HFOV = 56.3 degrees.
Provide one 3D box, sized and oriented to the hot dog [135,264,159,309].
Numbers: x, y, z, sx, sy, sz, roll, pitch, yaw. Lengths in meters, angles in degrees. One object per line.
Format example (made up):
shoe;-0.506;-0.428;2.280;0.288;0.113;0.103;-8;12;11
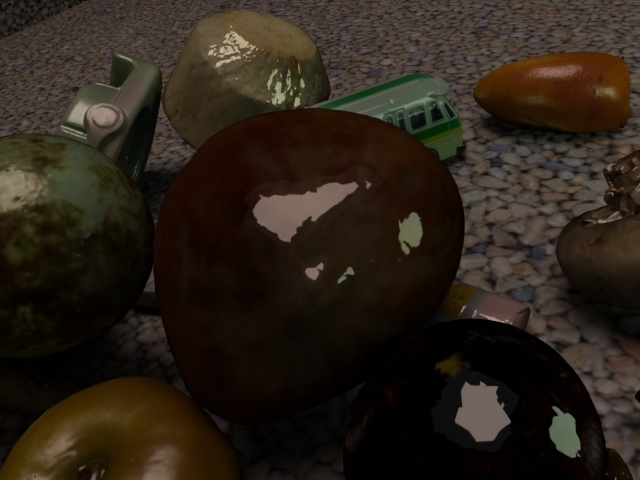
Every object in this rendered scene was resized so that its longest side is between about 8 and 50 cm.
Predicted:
hot dog;-0.206;0.061;0.891;0.192;0.053;0.099;-2;53;14

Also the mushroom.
mushroom;0.390;-0.016;0.702;0.226;0.178;0.226;-28;-5;-3

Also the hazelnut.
hazelnut;-0.021;0.018;0.655;0.366;0.366;0.366;-8;37;6

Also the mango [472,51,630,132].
mango;0.415;-0.274;1.094;0.257;0.138;0.187;0;26;6

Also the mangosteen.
mangosteen;0.150;0.193;0.512;0.265;0.228;0.228;32;47;2

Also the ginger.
ginger;-0.358;0.168;0.684;0.294;0.131;0.086;17;61;-19

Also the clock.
clock;-0.387;-0.163;1.069;0.109;0.265;0.324;20;39;-8

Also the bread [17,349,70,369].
bread;-0.443;0.084;0.853;0.305;0.159;0.305;-6;41;5

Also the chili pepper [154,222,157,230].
chili pepper;-0.332;0.014;0.993;0.359;0.076;0.085;-4;16;12

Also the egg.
egg;-0.325;0.011;0.648;0.289;0.238;0.238;-19;36;2

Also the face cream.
face cream;0.158;0.082;0.763;0.198;0.057;0.084;17;46;35

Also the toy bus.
toy bus;0.108;-0.190;1.049;0.276;0.164;0.133;-23;39;-13

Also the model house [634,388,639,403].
model house;0.399;0.156;0.506;0.291;0.184;0.253;-30;47;-10

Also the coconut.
coconut;-0.147;-0.263;1.139;0.329;0.329;0.329;-8;37;6

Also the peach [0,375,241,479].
peach;-0.201;0.252;0.578;0.251;0.153;0.251;-17;44;17
